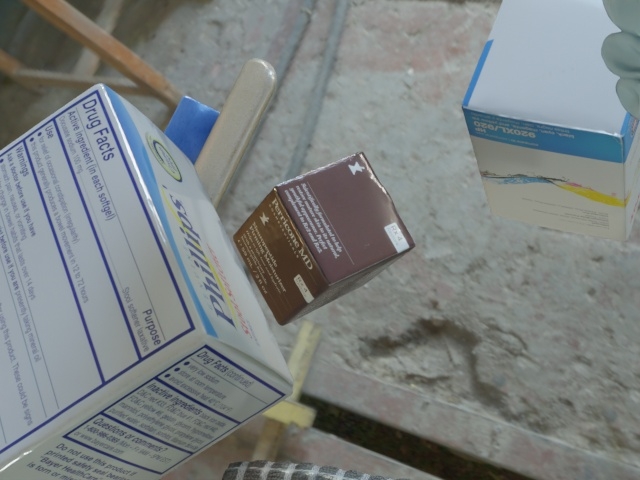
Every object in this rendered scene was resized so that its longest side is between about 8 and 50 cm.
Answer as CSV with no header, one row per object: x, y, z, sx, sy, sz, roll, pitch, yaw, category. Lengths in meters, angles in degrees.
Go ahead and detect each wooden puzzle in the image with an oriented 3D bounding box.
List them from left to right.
-0.172,-0.016,1.041,0.322,0.080,0.348,-65,9,-15,wooden puzzle

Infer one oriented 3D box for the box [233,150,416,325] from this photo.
0.000,0.000,1.462,0.168,0.167,0.203,61,150,9,box

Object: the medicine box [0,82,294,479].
-0.212,0.071,0.774,0.289,0.149,0.263,-33,57,7,medicine box

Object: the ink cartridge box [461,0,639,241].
0.275,-0.135,1.065,0.168,0.232,0.171,13,68,24,ink cartridge box

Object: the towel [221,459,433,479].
0.040,0.303,0.701,0.235,0.121,0.283,3,111,15,towel

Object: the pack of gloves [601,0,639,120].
0.145,-0.128,0.310,0.046,0.232,0.195,-4,105,-3,pack of gloves
